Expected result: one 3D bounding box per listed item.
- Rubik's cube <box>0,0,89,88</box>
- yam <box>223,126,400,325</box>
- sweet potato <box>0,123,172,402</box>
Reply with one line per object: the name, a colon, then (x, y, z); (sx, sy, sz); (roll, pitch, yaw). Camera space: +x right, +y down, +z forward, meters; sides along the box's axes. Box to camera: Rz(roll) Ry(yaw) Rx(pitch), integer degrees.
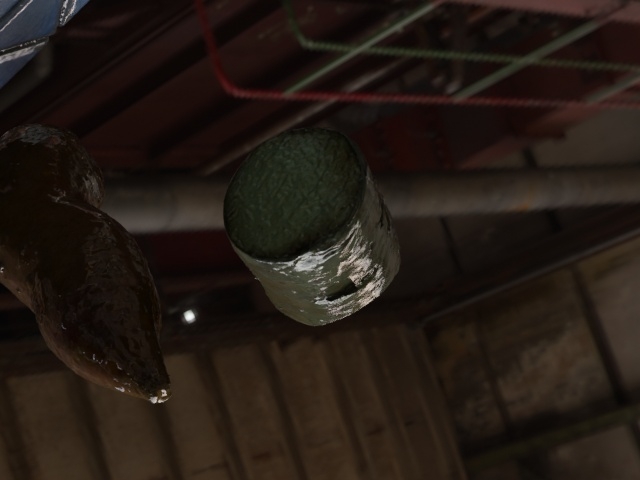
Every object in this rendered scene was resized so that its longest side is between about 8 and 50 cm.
Rubik's cube: (-0.179, -0.070, 0.592); (0.211, 0.178, 0.190); (11, -79, -10)
yam: (0.000, 0.000, 0.661); (0.146, 0.069, 0.070); (64, -163, -70)
sweet potato: (-0.107, 0.004, 0.618); (0.065, 0.051, 0.218); (-7, -148, -20)
